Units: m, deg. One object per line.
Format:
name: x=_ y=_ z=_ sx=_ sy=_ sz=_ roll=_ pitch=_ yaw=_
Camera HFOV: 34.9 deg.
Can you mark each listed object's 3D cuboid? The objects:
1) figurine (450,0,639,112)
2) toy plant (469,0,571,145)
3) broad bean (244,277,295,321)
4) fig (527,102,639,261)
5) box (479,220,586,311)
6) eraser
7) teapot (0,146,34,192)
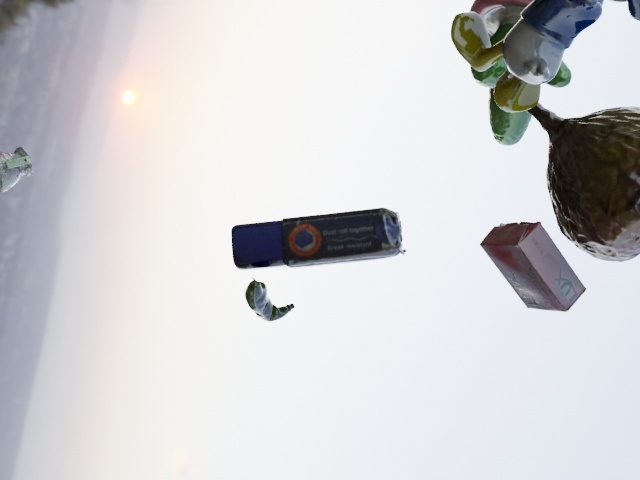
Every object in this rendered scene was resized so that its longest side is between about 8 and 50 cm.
figurine: x=0.384 y=-0.356 z=1.495 sx=0.338 sy=0.205 sz=0.283 roll=-4 pitch=-116 yaw=59
toy plant: x=0.405 y=-0.406 z=2.041 sx=0.317 sy=0.211 sz=0.356 roll=50 pitch=46 yaw=-64
broad bean: x=-0.110 y=0.118 z=1.960 sx=0.061 sy=0.195 sz=0.046 roll=-45 pitch=-119 yaw=3
fig: x=0.475 y=-0.142 z=1.813 sx=0.286 sy=0.369 sz=0.286 roll=-51 pitch=166 yaw=-18
box: x=0.335 y=0.041 z=1.610 sx=0.060 sy=0.156 sz=0.111 roll=-42 pitch=-165 yaw=-18
eraser: x=0.000 y=0.000 z=2.004 sx=0.155 sy=0.332 sz=0.101 roll=15 pitch=70 yaw=-83
teapot: x=-0.476 y=-0.113 z=1.564 sx=0.083 sy=0.064 sz=0.064 roll=-15 pitch=-80 yaw=54
